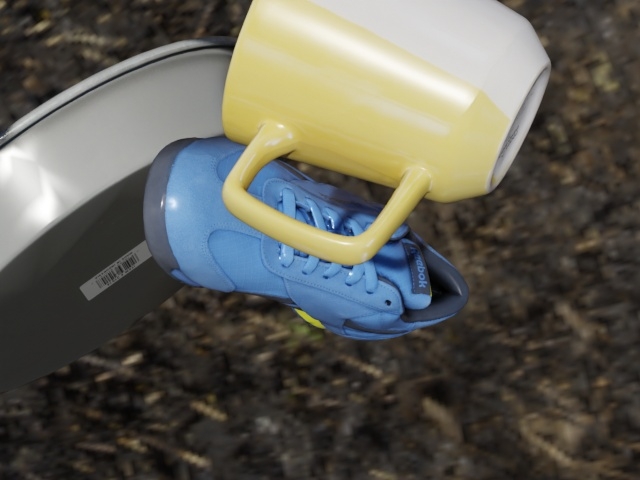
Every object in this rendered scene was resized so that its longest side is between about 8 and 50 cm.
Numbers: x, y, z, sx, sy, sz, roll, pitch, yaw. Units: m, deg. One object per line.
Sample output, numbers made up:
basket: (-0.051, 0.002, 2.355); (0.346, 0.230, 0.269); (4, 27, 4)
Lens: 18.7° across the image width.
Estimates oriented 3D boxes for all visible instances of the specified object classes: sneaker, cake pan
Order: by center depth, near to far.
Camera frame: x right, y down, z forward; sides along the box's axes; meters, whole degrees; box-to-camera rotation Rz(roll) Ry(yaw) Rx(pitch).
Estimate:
sneaker: (0.000, 0.000, 0.879); (0.209, 0.082, 0.069); (26, 71, -57)
cake pan: (-0.136, -0.003, 1.139); (0.293, 0.293, 0.054); (-28, 73, -33)

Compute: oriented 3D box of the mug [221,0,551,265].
mug: (0.016, -0.033, 0.461); (0.064, 0.062, 0.078); (25, 94, 11)
